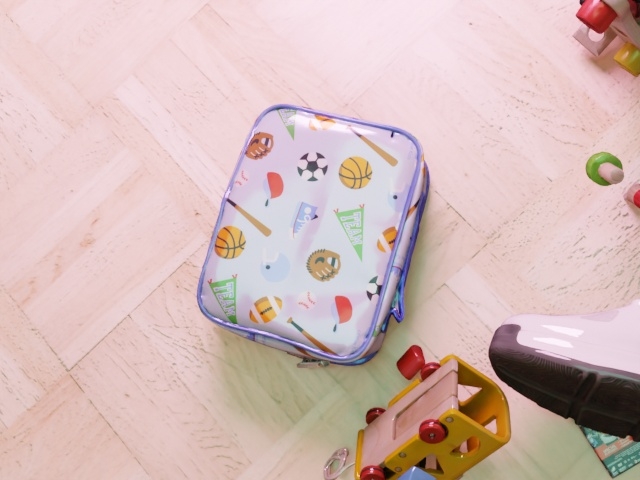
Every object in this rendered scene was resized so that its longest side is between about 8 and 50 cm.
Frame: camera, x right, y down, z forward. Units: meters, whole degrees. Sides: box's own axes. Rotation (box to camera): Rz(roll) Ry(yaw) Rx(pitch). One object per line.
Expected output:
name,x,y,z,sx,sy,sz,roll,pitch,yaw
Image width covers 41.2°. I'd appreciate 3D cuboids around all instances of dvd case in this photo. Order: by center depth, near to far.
dvd case,0.333,0.194,0.963,0.087,0.013,0.119,-32,76,3

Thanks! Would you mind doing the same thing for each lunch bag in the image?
lunch bag,0.000,0.000,1.015,0.243,0.115,0.303,15,82,11

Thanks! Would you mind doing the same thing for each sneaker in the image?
sneaker,0.417,0.083,0.912,0.448,0.169,0.257,10,64,11

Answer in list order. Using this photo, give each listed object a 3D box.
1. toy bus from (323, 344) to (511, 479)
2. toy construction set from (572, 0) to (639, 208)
toy bus,0.119,0.225,0.948,0.104,0.202,0.191,34,79,-15
toy construction set,0.380,-0.191,0.953,0.257,0.237,0.308,13,104,-1
